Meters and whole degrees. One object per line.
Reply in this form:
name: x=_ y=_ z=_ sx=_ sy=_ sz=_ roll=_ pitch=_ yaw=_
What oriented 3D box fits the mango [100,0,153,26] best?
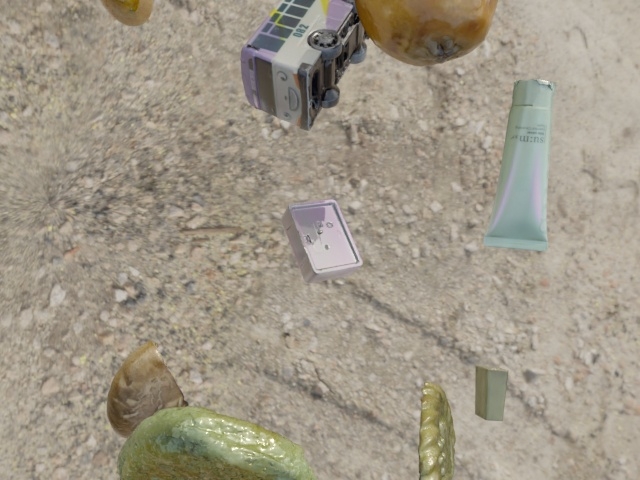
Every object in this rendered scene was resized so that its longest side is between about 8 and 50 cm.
mango: x=-0.430 y=-0.543 z=1.338 sx=0.110 sy=0.227 sz=0.147 roll=-25 pitch=120 yaw=-4

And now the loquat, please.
loquat: x=0.235 y=-0.551 z=1.365 sx=0.329 sy=0.328 sz=0.328 roll=-2 pitch=94 yaw=-24

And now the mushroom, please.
mushroom: x=-0.378 y=0.339 z=1.289 sx=0.151 sy=0.156 sz=0.285 roll=-29 pitch=142 yaw=-26

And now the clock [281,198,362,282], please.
clock: x=0.000 y=0.000 z=1.523 sx=0.150 sy=0.063 sz=0.197 roll=-9 pitch=66 yaw=-32

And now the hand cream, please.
hand cream: x=0.247 y=-0.090 z=0.739 sx=0.078 sy=0.050 sz=0.204 roll=4 pitch=97 yaw=3

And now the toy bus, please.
toy bus: x=-0.033 y=-0.526 z=1.631 sx=0.250 sy=0.209 sz=0.439 roll=20 pitch=58 yaw=13

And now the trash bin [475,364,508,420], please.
trash bin: x=0.309 y=0.278 z=1.112 sx=0.043 sy=0.061 sz=0.092 roll=7 pitch=84 yaw=-7

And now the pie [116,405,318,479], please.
pie: x=-0.130 y=0.313 z=0.791 sx=0.277 sy=0.277 sz=0.078 roll=36 pitch=36 yaw=-22

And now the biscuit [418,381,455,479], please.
biscuit: x=0.185 y=0.327 z=0.975 sx=0.036 sy=0.273 sz=0.187 roll=-8 pitch=110 yaw=18
